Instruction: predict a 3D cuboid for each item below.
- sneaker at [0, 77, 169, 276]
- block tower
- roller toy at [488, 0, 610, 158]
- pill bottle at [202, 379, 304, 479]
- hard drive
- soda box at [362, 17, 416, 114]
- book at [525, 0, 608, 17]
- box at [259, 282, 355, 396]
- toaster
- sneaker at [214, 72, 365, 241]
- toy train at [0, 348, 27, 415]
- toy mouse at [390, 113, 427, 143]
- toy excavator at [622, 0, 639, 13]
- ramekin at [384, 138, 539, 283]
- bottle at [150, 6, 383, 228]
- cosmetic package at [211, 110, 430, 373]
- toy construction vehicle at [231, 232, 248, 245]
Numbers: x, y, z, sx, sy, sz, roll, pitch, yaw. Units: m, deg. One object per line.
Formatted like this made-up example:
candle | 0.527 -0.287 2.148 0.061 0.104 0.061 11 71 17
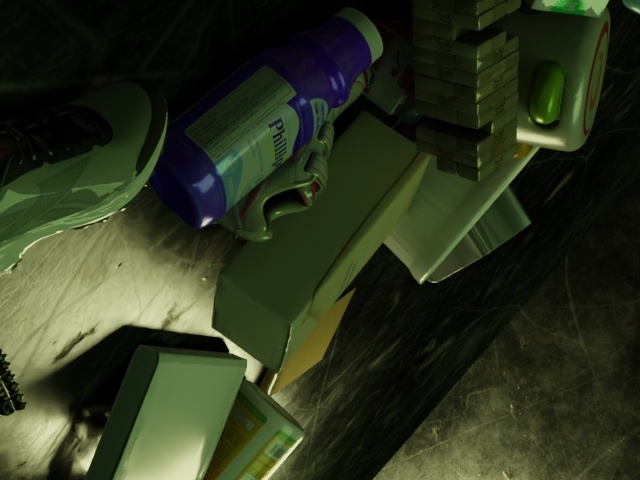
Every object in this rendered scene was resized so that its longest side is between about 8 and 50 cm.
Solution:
sneaker | -0.232 -0.058 0.956 0.271 0.100 0.108 -39 154 -28
block tower | 0.164 -0.239 1.311 0.097 0.091 0.336 -34 132 -41
roller toy | 0.277 -0.215 1.479 0.209 0.146 0.191 52 52 -67
pill bottle | -0.153 0.357 1.879 0.246 0.136 0.136 -48 162 -2
hard drive | -0.205 0.249 1.619 0.203 0.040 0.307 -69 161 0
soda box | 0.137 -0.221 1.490 0.092 0.083 0.263 -59 160 22
book | 0.299 -0.322 1.308 0.096 0.035 0.144 1 131 -24
box | -0.025 0.173 1.991 0.164 0.021 0.201 -32 154 -42
toaster | 0.257 -0.026 2.020 0.168 0.110 0.185 -31 178 -45
sneaker | -0.029 -0.094 1.320 0.252 0.111 0.103 -48 162 -5
toy train | -0.338 0.147 1.225 0.036 0.027 0.158 -30 156 -19
toy mouse | 0.133 -0.169 1.667 0.143 0.031 0.161 -32 155 -41
toy excavator | 0.397 -0.390 1.480 0.222 0.432 0.445 -60 -174 29
ramekin | 0.187 -0.083 1.713 0.277 0.135 0.277 -48 174 -7
bottle | -0.052 -0.136 1.213 0.283 0.092 0.118 -42 159 -21
cosmetic package | 0.000 0.000 1.485 0.309 0.113 0.160 -51 169 -27
toy construction vehicle | -0.067 -0.026 1.486 0.086 0.035 0.098 -19 145 -57
